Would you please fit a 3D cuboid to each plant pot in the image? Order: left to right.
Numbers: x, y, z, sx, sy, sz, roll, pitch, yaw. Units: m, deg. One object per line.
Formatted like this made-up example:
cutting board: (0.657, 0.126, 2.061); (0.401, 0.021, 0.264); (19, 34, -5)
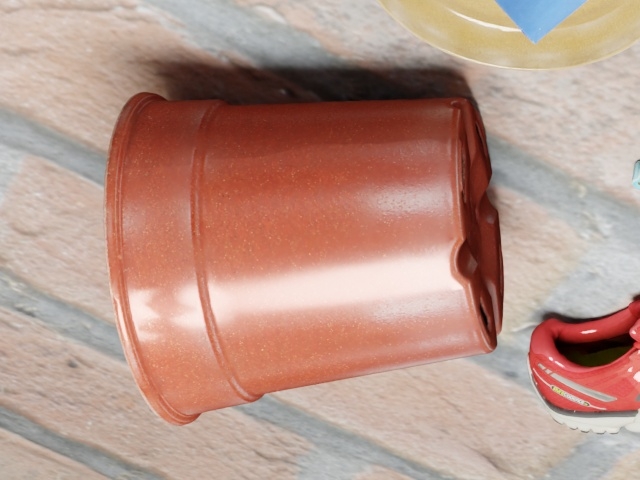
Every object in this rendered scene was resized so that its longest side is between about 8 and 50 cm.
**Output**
plant pot: (0.000, 0.000, 1.464); (0.265, 0.272, 0.272); (-7, 139, 14)
plant pot: (0.140, -0.213, 1.309); (0.236, 0.032, 0.236); (9, 142, 7)

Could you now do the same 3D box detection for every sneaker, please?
sneaker: (0.311, 0.104, 1.606); (0.279, 0.107, 0.118); (-7, 129, 23)

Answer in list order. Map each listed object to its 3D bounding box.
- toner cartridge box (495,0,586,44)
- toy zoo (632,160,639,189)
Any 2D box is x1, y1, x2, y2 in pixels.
toner cartridge box: (0.197, -0.279, 1.010); (0.348, 0.075, 0.165); (-40, 136, 12)
toy zoo: (0.386, -0.057, 1.426); (0.293, 0.030, 0.192); (-3, 140, 21)
